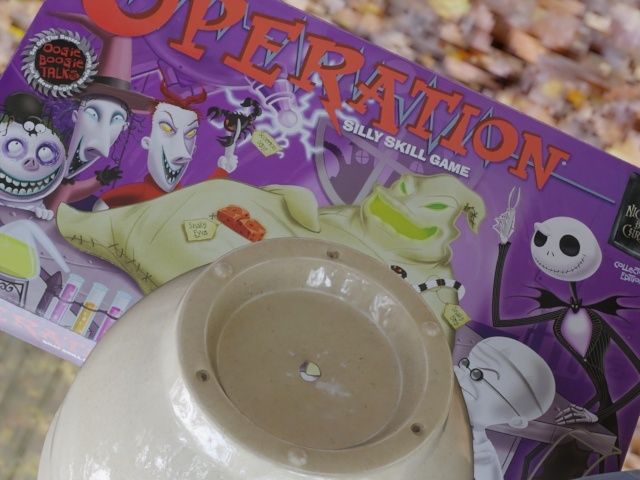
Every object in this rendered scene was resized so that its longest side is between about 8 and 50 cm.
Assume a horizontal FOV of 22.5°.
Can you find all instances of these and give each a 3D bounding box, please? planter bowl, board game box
[{"bbox_3d":[-0.013,0.067,0.571,0.162,0.162,0.109,25,139,2],"label":"planter bowl"},{"bbox_3d":[0.000,0.000,0.784,0.347,0.208,0.056,24,152,0],"label":"board game box"}]

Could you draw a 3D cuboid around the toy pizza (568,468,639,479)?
[{"bbox_3d":[0.164,0.128,0.647,0.201,0.032,0.201,-3,-175,0],"label":"toy pizza"}]
